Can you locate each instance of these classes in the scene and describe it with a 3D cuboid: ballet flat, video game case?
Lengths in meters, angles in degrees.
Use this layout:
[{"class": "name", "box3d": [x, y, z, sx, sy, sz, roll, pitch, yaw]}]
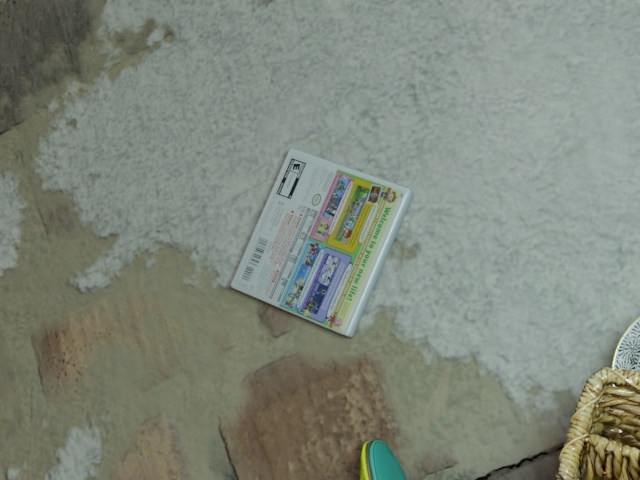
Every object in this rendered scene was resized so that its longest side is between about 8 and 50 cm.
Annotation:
[{"class": "ballet flat", "box3d": [0.087, 0.359, 1.348, 0.077, 0.077, 0.231, -39, 66, 28]}, {"class": "video game case", "box3d": [0.000, 0.000, 1.501, 0.193, 0.023, 0.212, 21, 85, 26]}]

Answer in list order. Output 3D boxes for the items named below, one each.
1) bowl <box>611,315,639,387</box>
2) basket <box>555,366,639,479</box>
[{"class": "bowl", "box3d": [0.419, 0.156, 1.252, 0.170, 0.080, 0.170, -6, 74, 21]}, {"class": "basket", "box3d": [0.380, 0.293, 1.108, 0.299, 0.223, 0.213, 14, 38, 22]}]
